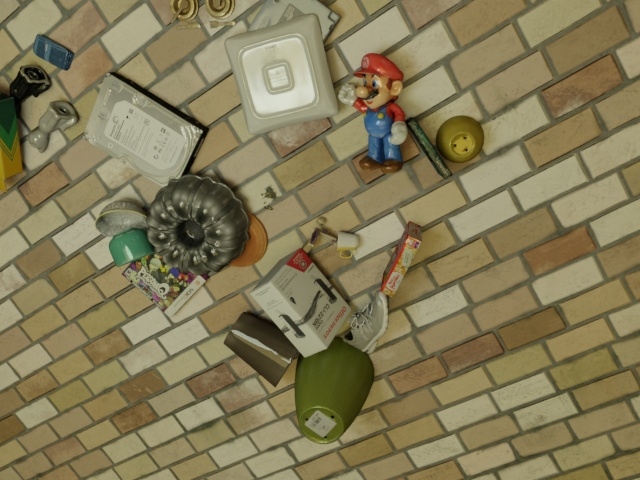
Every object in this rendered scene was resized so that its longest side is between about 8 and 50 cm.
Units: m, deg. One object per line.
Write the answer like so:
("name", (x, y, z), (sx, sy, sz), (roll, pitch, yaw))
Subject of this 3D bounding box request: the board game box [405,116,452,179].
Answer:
("board game box", (0.298, -0.259, 1.455), (0.026, 0.126, 0.186), (-34, 100, 12))

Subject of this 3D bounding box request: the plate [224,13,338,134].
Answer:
("plate", (-0.113, -0.454, 1.454), (0.277, 0.045, 0.278), (-10, 107, 14))

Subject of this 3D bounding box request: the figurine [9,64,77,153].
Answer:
("figurine", (-0.910, -0.406, 1.663), (0.209, 0.092, 0.215), (-32, 101, 28))

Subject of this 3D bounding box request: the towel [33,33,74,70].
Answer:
("towel", (-0.824, -0.577, 1.608), (0.119, 0.029, 0.067), (28, 113, 0))

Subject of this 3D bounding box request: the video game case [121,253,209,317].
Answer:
("video game case", (-0.532, 0.120, 1.792), (0.232, 0.042, 0.210), (44, 110, -6))

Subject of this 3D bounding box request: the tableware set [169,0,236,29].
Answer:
("tableware set", (-0.341, -0.668, 1.478), (0.194, 0.039, 0.128), (0, 109, 11))

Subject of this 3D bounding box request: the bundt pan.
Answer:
("bundt pan", (-0.392, -0.030, 1.617), (0.330, 0.124, 0.331), (3, 114, 7))

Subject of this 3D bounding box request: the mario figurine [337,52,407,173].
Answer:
("mario figurine", (0.140, -0.344, 1.435), (0.198, 0.170, 0.321), (-2, 110, 13))

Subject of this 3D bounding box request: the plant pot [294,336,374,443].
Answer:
("plant pot", (0.024, 0.503, 1.686), (0.274, 0.293, 0.275), (4, 110, 10))

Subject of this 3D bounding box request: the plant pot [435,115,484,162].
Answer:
("plant pot", (0.390, -0.274, 1.449), (0.134, 0.095, 0.134), (3, 109, 9))

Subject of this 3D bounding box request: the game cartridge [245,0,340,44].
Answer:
("game cartridge", (-0.106, -0.554, 1.468), (0.198, 0.062, 0.297), (38, 112, 1))

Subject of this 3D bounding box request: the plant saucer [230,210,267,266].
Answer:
("plant saucer", (-0.272, -0.002, 1.702), (0.200, 0.037, 0.200), (3, 109, 9))

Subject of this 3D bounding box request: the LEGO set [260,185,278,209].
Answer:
("LEGO set", (-0.161, -0.136, 1.645), (0.054, 0.023, 0.083), (29, 125, 2))

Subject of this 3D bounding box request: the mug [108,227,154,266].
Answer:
("mug", (-0.623, 0.021, 1.689), (0.157, 0.129, 0.097), (-21, 95, 20))

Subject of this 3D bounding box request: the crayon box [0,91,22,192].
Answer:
("crayon box", (-1.074, -0.334, 1.677), (0.202, 0.081, 0.319), (23, 125, 10))

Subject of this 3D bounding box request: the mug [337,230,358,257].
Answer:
("mug", (0.085, 0.009, 1.633), (0.064, 0.062, 0.078), (3, 140, 0))

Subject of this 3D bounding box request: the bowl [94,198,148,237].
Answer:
("bowl", (-0.645, -0.082, 1.706), (0.170, 0.170, 0.080), (-24, 59, 18))

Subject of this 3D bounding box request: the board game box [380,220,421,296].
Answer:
("board game box", (0.243, 0.054, 1.566), (0.045, 0.147, 0.193), (24, 111, 1))

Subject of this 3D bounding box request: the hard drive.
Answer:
("hard drive", (-0.546, -0.332, 1.625), (0.339, 0.064, 0.237), (33, 111, -1))

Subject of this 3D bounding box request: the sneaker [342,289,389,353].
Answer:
("sneaker", (0.142, 0.257, 1.636), (0.115, 0.105, 0.281), (13, 130, -3))

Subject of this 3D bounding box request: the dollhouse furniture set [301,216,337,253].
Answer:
("dollhouse furniture set", (0.000, 0.000, 1.655), (0.081, 0.091, 0.114), (23, 141, -18))

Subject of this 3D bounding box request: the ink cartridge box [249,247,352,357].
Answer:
("ink cartridge box", (-0.055, 0.194, 1.632), (0.114, 0.197, 0.273), (-30, 103, 41))

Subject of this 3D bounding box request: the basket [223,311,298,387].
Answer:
("basket", (-0.196, 0.350, 1.755), (0.227, 0.154, 0.204), (32, 111, 2))
